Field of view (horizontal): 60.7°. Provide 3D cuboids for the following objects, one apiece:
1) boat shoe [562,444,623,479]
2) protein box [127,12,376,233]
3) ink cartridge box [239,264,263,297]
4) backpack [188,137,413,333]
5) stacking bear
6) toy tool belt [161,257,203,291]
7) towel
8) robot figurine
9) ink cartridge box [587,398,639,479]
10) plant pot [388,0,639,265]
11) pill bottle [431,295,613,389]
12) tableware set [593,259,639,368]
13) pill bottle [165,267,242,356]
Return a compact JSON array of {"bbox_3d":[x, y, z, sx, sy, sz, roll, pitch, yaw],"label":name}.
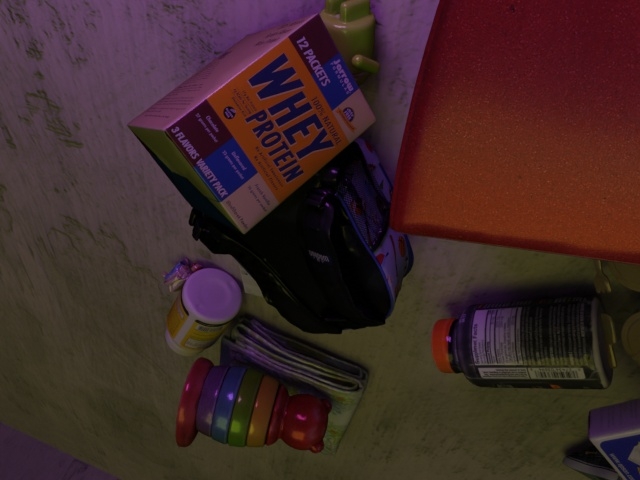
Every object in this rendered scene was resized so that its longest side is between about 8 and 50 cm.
[{"bbox_3d":[0.515,0.394,0.997,0.065,0.083,0.183,28,165,1],"label":"boat shoe"},{"bbox_3d":[-0.087,-0.138,0.642,0.136,0.201,0.199,55,164,-27],"label":"protein box"},{"bbox_3d":[-0.118,0.059,1.030,0.062,0.029,0.115,12,134,18],"label":"ink cartridge box"},{"bbox_3d":[0.000,0.000,0.777,0.276,0.213,0.263,-8,119,41],"label":"backpack"},{"bbox_3d":[-0.125,0.343,1.099,0.288,0.176,0.164,13,144,1],"label":"stacking bear"},{"bbox_3d":[-0.283,0.062,1.105,0.083,0.052,0.051,-41,79,14],"label":"toy tool belt"},{"bbox_3d":[-0.079,0.350,1.248,0.320,0.090,0.375,23,138,8],"label":"towel"},{"bbox_3d":[0.029,-0.229,0.642,0.101,0.067,0.115,40,147,30],"label":"robot figurine"},{"bbox_3d":[0.554,0.292,0.669,0.307,0.072,0.304,-32,105,37],"label":"ink cartridge box"},{"bbox_3d":[0.222,-0.155,0.489,0.267,0.267,0.236,8,122,21],"label":"plant pot"},{"bbox_3d":[0.296,0.156,0.828,0.245,0.130,0.130,-9,126,35],"label":"pill bottle"},{"bbox_3d":[0.428,0.074,0.699,0.128,0.039,0.194,-6,99,49],"label":"tableware set"},{"bbox_3d":[-0.249,0.155,1.127,0.119,0.119,0.208,34,138,-6],"label":"pill bottle"}]
